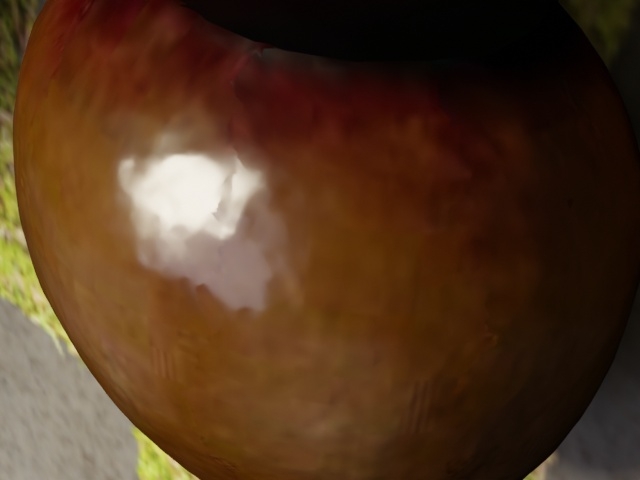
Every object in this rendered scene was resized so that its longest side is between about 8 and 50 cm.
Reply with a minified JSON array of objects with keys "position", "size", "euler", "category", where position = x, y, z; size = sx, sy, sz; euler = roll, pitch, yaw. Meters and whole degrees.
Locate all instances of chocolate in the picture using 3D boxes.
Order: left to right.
[{"position":[0.000,0.000,0.495],"size":[0.177,0.177,0.176],"euler":[28,130,38],"category":"chocolate"}]
